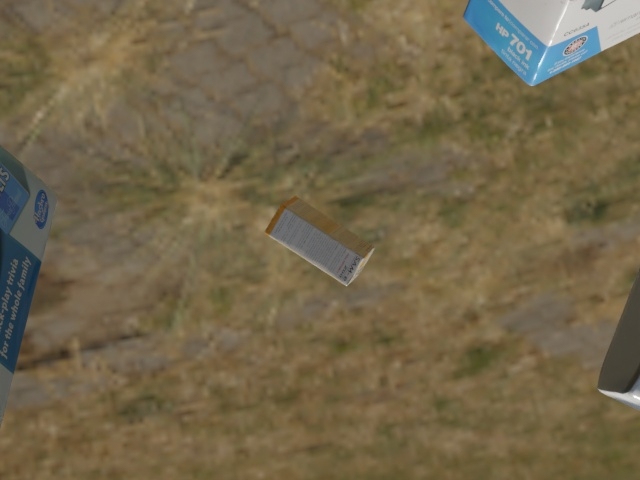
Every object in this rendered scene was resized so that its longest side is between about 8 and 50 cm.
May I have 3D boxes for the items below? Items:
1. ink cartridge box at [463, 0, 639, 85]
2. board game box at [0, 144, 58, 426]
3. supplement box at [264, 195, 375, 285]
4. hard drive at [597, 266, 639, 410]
[{"bbox_3d":[0.191,-0.212,1.144,0.139,0.082,0.191,-28,157,-28],"label":"ink cartridge box"},{"bbox_3d":[-0.358,-0.012,1.327,0.079,0.254,0.336,-11,144,29],"label":"board game box"},{"bbox_3d":[0.000,0.000,1.686,0.036,0.098,0.062,-59,174,15],"label":"supplement box"},{"bbox_3d":[0.357,0.052,1.032,0.353,0.233,0.047,26,171,-19],"label":"hard drive"}]
